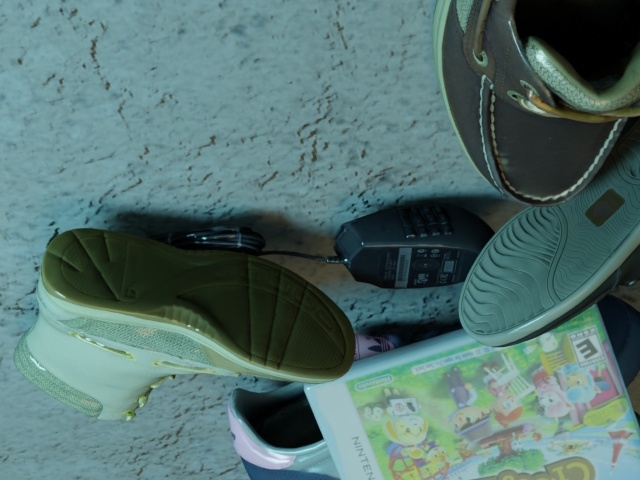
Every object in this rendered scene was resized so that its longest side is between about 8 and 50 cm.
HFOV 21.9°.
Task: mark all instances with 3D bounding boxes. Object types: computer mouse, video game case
[{"bbox_3d":[0.000,0.000,1.115,0.242,0.041,0.071,1,153,-4],"label":"computer mouse"},{"bbox_3d":[0.119,0.152,1.168,0.212,0.023,0.193,-18,109,11],"label":"video game case"}]

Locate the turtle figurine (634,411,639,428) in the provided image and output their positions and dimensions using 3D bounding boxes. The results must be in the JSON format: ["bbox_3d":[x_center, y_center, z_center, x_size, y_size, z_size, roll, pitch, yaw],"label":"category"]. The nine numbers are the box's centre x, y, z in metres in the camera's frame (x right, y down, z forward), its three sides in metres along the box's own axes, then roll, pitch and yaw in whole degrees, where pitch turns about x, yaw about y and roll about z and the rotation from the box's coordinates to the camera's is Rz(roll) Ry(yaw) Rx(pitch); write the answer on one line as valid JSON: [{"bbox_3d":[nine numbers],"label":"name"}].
[{"bbox_3d":[0.172,0.183,1.254,0.234,0.175,0.118,-35,171,5],"label":"turtle figurine"}]

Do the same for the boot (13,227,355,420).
[{"bbox_3d":[-0.096,0.073,1.123,0.213,0.077,0.165,15,147,-11],"label":"boot"}]

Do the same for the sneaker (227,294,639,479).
[{"bbox_3d":[0.080,0.108,1.209,0.319,0.112,0.131,-28,125,13],"label":"sneaker"}]

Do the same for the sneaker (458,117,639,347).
[{"bbox_3d":[0.202,0.009,1.092,0.222,0.083,0.118,-40,138,10],"label":"sneaker"}]

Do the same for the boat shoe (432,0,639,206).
[{"bbox_3d":[0.136,-0.116,0.916,0.123,0.123,0.342,-5,142,-6],"label":"boat shoe"}]
